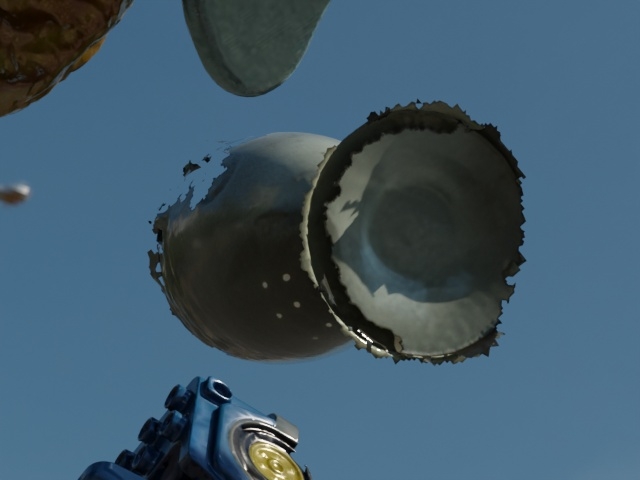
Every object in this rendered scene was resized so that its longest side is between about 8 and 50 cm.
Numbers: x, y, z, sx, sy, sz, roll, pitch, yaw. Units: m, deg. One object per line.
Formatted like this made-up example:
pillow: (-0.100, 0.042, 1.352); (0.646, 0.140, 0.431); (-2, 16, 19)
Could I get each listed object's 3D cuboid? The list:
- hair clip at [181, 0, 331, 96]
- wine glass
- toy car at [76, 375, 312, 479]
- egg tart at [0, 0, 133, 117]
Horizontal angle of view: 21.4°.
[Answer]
hair clip: (0.023, -0.319, 0.972); (0.238, 0.318, 0.392); (4, -55, 60)
wine glass: (0.004, 0.004, 1.255); (0.190, 0.190, 0.357); (26, -11, -22)
toy car: (-0.068, 0.129, 0.672); (0.100, 0.191, 0.097); (33, -68, -15)
egg tart: (-0.197, -0.187, 0.985); (0.106, 0.241, 0.241); (33, -15, 34)
